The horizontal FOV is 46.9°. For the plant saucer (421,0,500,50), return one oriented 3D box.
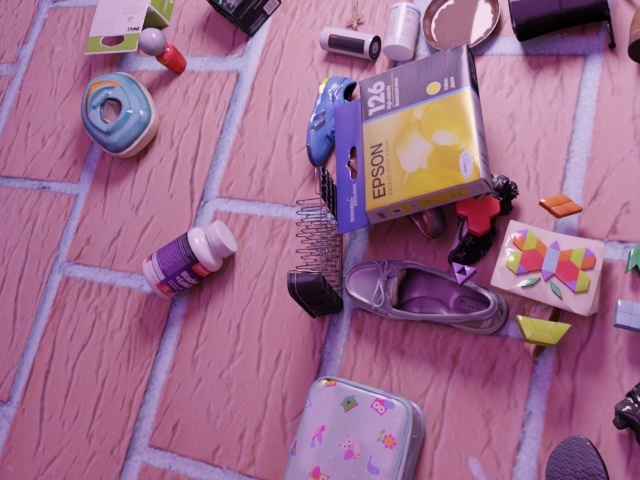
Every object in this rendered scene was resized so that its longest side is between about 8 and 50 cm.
[{"bbox_3d":[0.298,-0.466,1.560,0.168,0.029,0.168,-10,67,23],"label":"plant saucer"}]

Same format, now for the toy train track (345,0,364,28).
[{"bbox_3d":[0.082,-0.519,1.695,0.048,0.014,0.083,-14,60,29],"label":"toy train track"}]

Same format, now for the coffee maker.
[{"bbox_3d":[0.457,-0.444,1.420,0.178,0.120,0.171,-11,68,23],"label":"coffee maker"}]

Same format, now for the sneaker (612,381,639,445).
[{"bbox_3d":[0.518,0.226,1.161,0.130,0.087,0.228,-10,66,25],"label":"sneaker"}]

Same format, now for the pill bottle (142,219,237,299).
[{"bbox_3d":[-0.282,0.038,1.610,0.193,0.108,0.108,-31,61,13],"label":"pill bottle"}]

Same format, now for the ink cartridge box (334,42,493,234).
[{"bbox_3d":[0.150,-0.189,1.374,0.307,0.072,0.304,-15,60,24],"label":"ink cartridge box"}]

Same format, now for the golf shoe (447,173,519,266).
[{"bbox_3d":[0.288,-0.038,1.390,0.094,0.077,0.198,30,84,48],"label":"golf shoe"}]

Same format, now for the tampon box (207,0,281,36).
[{"bbox_3d":[-0.201,-0.604,1.812,0.120,0.101,0.161,-48,58,2],"label":"tampon box"}]

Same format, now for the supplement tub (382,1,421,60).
[{"bbox_3d":[0.175,-0.450,1.589,0.071,0.071,0.107,5,74,27],"label":"supplement tub"}]

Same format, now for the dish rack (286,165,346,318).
[{"bbox_3d":[0.000,0.000,1.437,0.074,0.208,0.272,-4,69,12],"label":"dish rack"}]

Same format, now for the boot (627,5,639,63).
[{"bbox_3d":[0.705,-0.396,1.296,0.305,0.112,0.115,0,61,28],"label":"boot"}]

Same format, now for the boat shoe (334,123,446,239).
[{"bbox_3d":[0.134,-0.106,1.463,0.116,0.123,0.324,-42,50,11],"label":"boat shoe"}]

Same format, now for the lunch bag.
[{"bbox_3d":[0.061,0.398,1.310,0.224,0.108,0.279,11,78,24],"label":"lunch bag"}]

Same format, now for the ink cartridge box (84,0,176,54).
[{"bbox_3d":[-0.500,-0.590,1.958,0.188,0.097,0.255,5,75,27],"label":"ink cartridge box"}]

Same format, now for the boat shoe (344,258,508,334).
[{"bbox_3d":[0.182,0.095,1.364,0.320,0.103,0.118,15,79,29],"label":"boat shoe"}]

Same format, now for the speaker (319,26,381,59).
[{"bbox_3d":[0.066,-0.442,1.650,0.136,0.055,0.055,20,81,30],"label":"speaker"}]

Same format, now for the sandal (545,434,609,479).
[{"bbox_3d":[0.421,0.437,1.159,0.097,0.054,0.255,-18,74,27],"label":"sandal"}]

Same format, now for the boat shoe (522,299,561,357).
[{"bbox_3d":[0.383,0.120,1.286,0.059,0.063,0.170,16,70,32],"label":"boat shoe"}]

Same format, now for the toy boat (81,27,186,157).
[{"bbox_3d":[-0.475,-0.377,1.835,0.318,0.148,0.267,-49,58,3],"label":"toy boat"}]

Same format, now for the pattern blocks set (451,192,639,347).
[{"bbox_3d":[0.388,0.042,1.258,0.324,0.026,0.285,4,64,6],"label":"pattern blocks set"}]

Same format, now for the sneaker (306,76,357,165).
[{"bbox_3d":[0.027,-0.259,1.593,0.082,0.069,0.209,8,75,24],"label":"sneaker"}]
